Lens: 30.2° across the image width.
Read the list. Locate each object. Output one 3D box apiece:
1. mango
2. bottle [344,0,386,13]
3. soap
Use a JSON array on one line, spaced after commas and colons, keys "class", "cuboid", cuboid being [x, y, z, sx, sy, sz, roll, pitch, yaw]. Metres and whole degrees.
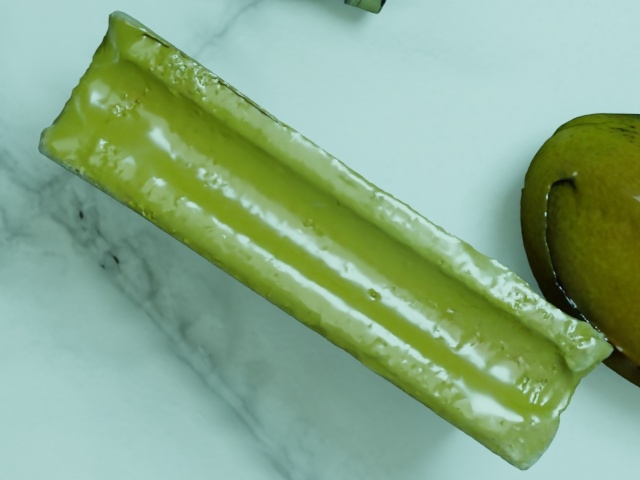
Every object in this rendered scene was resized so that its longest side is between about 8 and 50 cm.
[{"class": "mango", "cuboid": [0.231, 0.013, 0.740, 0.236, 0.136, 0.166, 39, 88, 3]}, {"class": "bottle", "cuboid": [-0.078, -0.212, 0.753, 0.270, 0.083, 0.083, 23, 85, -7]}, {"class": "soap", "cuboid": [0.000, 0.000, 0.691, 0.315, 0.199, 0.091, 33, 89, -3]}]
